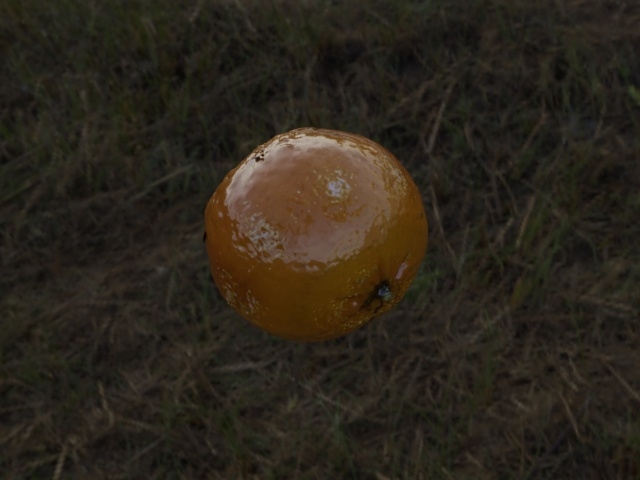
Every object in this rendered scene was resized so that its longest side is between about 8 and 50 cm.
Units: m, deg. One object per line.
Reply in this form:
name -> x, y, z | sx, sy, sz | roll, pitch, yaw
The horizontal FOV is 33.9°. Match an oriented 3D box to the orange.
orange -> 0.000, 0.000, 0.877 | 0.193, 0.193, 0.161 | -29, 64, -7
